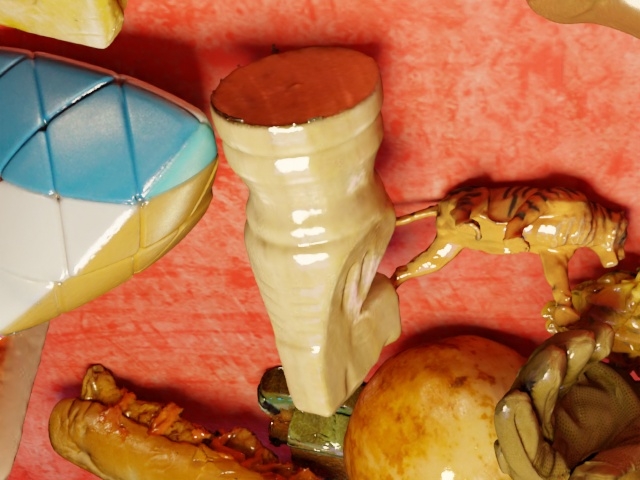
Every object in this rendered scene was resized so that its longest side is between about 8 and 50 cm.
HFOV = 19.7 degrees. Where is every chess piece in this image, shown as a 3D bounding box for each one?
[{"bbox_3d":[0.000,0.000,1.497,0.137,0.137,0.301,0,123,14],"label":"chess piece"}]

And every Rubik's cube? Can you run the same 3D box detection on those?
[{"bbox_3d":[-0.231,-0.044,1.507,0.254,0.254,0.254,7,146,5],"label":"Rubik's cube"}]

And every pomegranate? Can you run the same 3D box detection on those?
[{"bbox_3d":[0.138,0.211,1.758,0.248,0.248,0.248,7,146,5],"label":"pomegranate"}]

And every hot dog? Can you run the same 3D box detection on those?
[{"bbox_3d":[-0.125,0.235,1.909,0.348,0.117,0.158,22,168,29],"label":"hot dog"}]

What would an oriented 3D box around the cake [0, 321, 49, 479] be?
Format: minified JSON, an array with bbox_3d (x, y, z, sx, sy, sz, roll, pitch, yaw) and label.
[{"bbox_3d":[-0.392,0.129,1.723,0.237,0.309,0.230,16,148,-13],"label":"cake"}]

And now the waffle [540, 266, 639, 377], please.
[{"bbox_3d":[0.320,0.079,1.652,0.231,0.051,0.228,-6,154,37],"label":"waffle"}]

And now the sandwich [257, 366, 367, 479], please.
[{"bbox_3d":[0.027,0.212,1.924,0.235,0.079,0.159,35,140,-30],"label":"sandwich"}]

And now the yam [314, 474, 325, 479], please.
[{"bbox_3d":[-0.039,0.331,2.101,0.107,0.107,0.183,25,146,-21],"label":"yam"}]

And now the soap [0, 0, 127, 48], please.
[{"bbox_3d":[-0.230,-0.277,1.252,0.199,0.091,0.315,14,148,11],"label":"soap"}]

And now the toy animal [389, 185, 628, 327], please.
[{"bbox_3d":[0.129,-0.012,1.579,0.255,0.116,0.114,6,134,20],"label":"toy animal"}]

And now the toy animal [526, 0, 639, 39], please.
[{"bbox_3d":[0.238,-0.168,1.312,0.312,0.097,0.157,22,150,-14],"label":"toy animal"}]

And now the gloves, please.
[{"bbox_3d":[0.237,0.160,1.604,0.141,0.154,0.331,-6,164,39],"label":"gloves"}]
